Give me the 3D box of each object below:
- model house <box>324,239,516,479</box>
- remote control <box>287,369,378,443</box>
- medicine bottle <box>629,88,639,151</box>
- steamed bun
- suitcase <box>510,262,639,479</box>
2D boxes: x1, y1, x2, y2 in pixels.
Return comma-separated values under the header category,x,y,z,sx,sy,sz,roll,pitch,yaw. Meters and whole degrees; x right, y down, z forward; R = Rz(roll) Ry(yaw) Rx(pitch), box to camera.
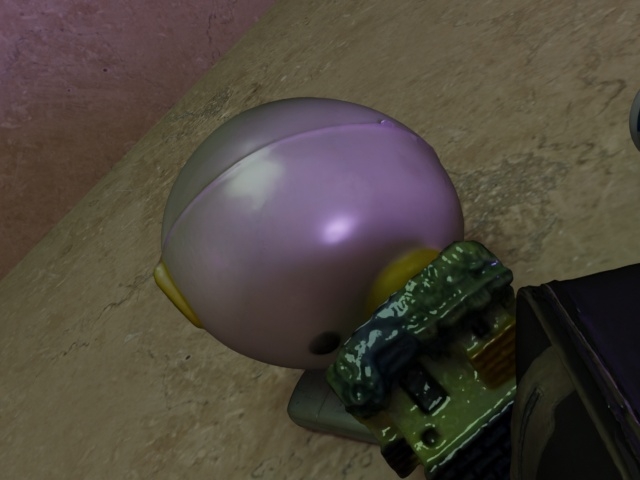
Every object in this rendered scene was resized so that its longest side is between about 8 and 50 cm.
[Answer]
category,x,y,z,sx,sy,sz,roll,pitch,yaw
model house,0.141,0.147,0.634,0.194,0.170,0.211,-39,65,-7
remote control,0.061,0.186,0.815,0.233,0.038,0.098,-4,46,46
medicine bottle,0.427,-0.118,0.724,0.107,0.107,0.191,-43,28,-4
steamed bun,-0.003,-0.005,0.826,0.333,0.373,0.334,-8,78,40
suitcase,0.223,0.211,0.339,0.194,0.283,0.434,-13,33,5
